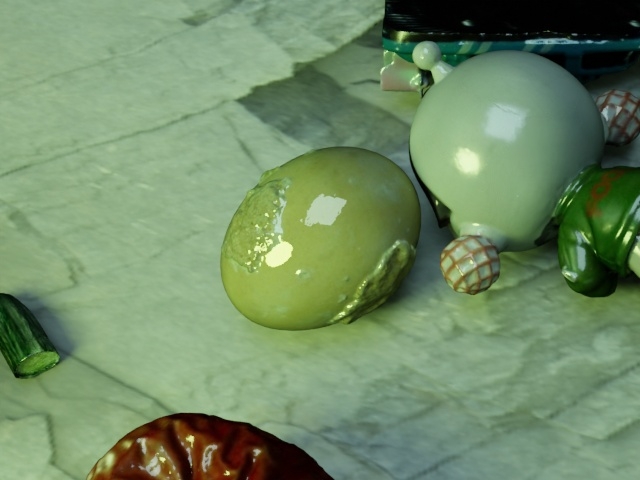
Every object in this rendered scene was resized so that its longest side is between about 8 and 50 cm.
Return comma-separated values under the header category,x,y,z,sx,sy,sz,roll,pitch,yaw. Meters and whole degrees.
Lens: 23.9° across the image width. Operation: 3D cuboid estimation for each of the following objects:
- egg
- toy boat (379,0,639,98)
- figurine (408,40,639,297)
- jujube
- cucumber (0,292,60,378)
category,x,y,z,sx,sy,sz,roll,pitch,yaw
egg,0.001,0.001,1.404,0.201,0.164,0.164,-33,57,6
toy boat,0.211,-0.196,1.536,0.298,0.092,0.134,2,28,5
figurine,0.227,-0.049,1.390,0.370,0.167,0.281,37,63,21
jujube,-0.080,0.260,1.240,0.232,0.213,0.213,33,69,32
cucumber,-0.296,0.088,1.477,0.048,0.048,0.105,-32,56,-10
